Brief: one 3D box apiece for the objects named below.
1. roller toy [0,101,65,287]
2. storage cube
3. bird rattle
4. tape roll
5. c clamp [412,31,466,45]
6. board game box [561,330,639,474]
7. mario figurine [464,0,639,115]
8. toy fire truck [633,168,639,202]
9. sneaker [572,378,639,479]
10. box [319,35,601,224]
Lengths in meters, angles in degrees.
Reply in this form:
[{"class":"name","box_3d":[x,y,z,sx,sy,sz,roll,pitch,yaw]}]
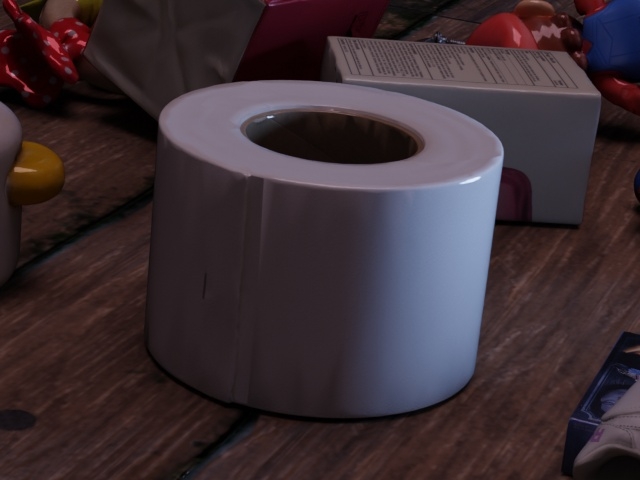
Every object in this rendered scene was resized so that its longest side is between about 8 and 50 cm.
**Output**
[{"class":"roller toy","box_3d":[-0.316,-0.042,1.394,0.209,0.146,0.191,20,25,32]},{"class":"storage cube","box_3d":[-0.081,-0.214,1.797,0.215,0.184,0.193,40,35,24]},{"class":"bird rattle","box_3d":[-0.226,-0.212,1.912,0.207,0.143,0.253,19,21,-12]},{"class":"tape roll","box_3d":[0.000,0.000,1.337,0.246,0.169,0.246,5,21,-2]},{"class":"c clamp","box_3d":[0.180,-0.213,2.161,0.160,0.022,0.137,11,26,10]},{"class":"board game box","box_3d":[0.298,0.133,1.244,0.243,0.042,0.165,12,22,17]},{"class":"mario figurine","box_3d":[0.304,-0.210,1.950,0.320,0.170,0.198,-12,53,14]},{"class":"toy fire truck","box_3d":[0.410,-0.076,1.657,0.302,0.169,0.254,-29,9,-28]},{"class":"sneaker","box_3d":[0.275,0.179,1.070,0.152,0.114,0.305,-37,46,-17]},{"class":"box","box_3d":[0.118,-0.100,1.690,0.232,0.127,0.148,3,20,-7]}]
